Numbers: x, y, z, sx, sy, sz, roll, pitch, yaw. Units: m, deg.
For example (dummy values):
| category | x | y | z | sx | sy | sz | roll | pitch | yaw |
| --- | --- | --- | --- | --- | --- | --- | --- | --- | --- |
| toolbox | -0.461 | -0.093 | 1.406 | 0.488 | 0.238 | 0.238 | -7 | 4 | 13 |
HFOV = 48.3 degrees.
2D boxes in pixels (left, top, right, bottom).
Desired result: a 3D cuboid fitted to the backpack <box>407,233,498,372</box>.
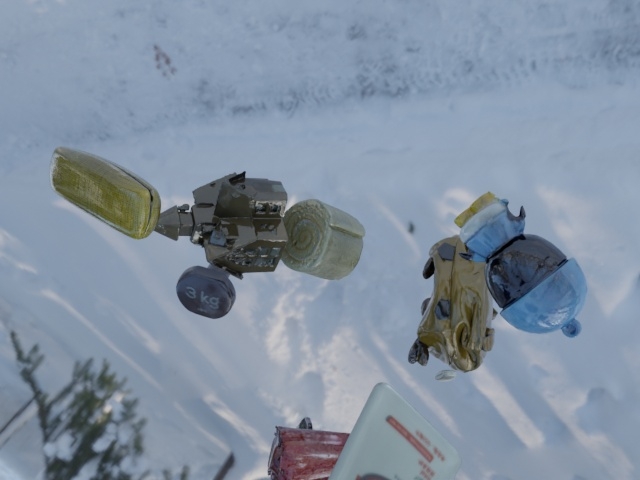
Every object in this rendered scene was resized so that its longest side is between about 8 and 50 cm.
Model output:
| category | x | y | z | sx | sy | sz | roll | pitch | yaw |
| --- | --- | --- | --- | --- | --- | --- | --- | --- | --- |
| backpack | 0.350 | 0.172 | 1.812 | 0.201 | 0.354 | 0.378 | 5 | 153 | 17 |

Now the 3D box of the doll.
| category | x | y | z | sx | sy | sz | roll | pitch | yaw |
| --- | --- | --- | --- | --- | --- | --- | --- | --- | --- |
| doll | 0.387 | 0.054 | 1.361 | 0.177 | 0.141 | 0.314 | -43 | 75 | 32 |

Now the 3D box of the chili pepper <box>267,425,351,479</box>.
| category | x | y | z | sx | sy | sz | roll | pitch | yaw |
| --- | --- | --- | --- | --- | --- | --- | --- | --- | --- |
| chili pepper | 0.016 | 0.441 | 1.407 | 0.252 | 0.144 | 0.136 | 6 | 173 | -18 |

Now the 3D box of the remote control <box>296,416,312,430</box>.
| category | x | y | z | sx | sy | sz | roll | pitch | yaw |
| --- | --- | --- | --- | --- | --- | --- | --- | --- | --- |
| remote control | -0.075 | 0.552 | 1.923 | 0.028 | 0.059 | 0.212 | 15 | 129 | -23 |

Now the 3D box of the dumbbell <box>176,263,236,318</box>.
| category | x | y | z | sx | sy | sz | roll | pitch | yaw |
| --- | --- | --- | --- | --- | --- | --- | --- | --- | --- |
| dumbbell | -0.234 | 0.066 | 1.662 | 0.140 | 0.225 | 0.124 | 18 | 127 | 3 |

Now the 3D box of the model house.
| category | x | y | z | sx | sy | sz | roll | pitch | yaw |
| --- | --- | --- | --- | --- | --- | --- | --- | --- | --- |
| model house | -0.199 | -0.044 | 1.314 | 0.247 | 0.181 | 0.176 | -2 | 139 | -24 |

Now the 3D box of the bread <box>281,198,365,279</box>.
| category | x | y | z | sx | sy | sz | roll | pitch | yaw |
| --- | --- | --- | --- | --- | --- | --- | --- | --- | --- |
| bread | 0.000 | 0.000 | 1.452 | 0.134 | 0.148 | 0.141 | 27 | -176 | 34 |

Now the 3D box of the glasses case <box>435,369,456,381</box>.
| category | x | y | z | sx | sy | sz | roll | pitch | yaw |
| --- | --- | --- | --- | --- | --- | --- | --- | --- | --- |
| glasses case | 0.282 | 0.305 | 1.609 | 0.032 | 0.021 | 0.083 | 8 | 160 | -5 |

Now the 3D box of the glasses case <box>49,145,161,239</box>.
| category | x | y | z | sx | sy | sz | roll | pitch | yaw |
| --- | --- | --- | --- | --- | --- | --- | --- | --- | --- |
| glasses case | -0.297 | -0.071 | 0.970 | 0.234 | 0.064 | 0.079 | 25 | 105 | 37 |

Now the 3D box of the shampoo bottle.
| category | x | y | z | sx | sy | sz | roll | pitch | yaw |
| --- | --- | --- | --- | --- | --- | --- | --- | --- | --- |
| shampoo bottle | 0.044 | 0.330 | 0.875 | 0.153 | 0.284 | 0.071 | 43 | 154 | 1 |
